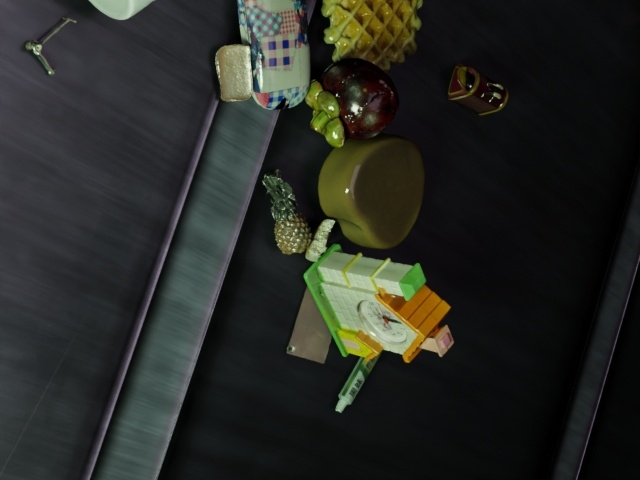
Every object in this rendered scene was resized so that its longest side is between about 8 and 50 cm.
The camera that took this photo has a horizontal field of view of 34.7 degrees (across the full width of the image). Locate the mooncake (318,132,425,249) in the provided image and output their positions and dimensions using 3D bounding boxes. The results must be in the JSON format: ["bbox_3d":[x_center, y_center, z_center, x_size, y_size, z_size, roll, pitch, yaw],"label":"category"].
[{"bbox_3d":[0.105,-0.110,2.020,0.235,0.117,0.234,-8,102,-43],"label":"mooncake"}]

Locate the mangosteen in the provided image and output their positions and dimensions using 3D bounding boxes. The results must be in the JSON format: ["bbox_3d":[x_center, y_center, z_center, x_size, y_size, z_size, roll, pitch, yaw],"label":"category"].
[{"bbox_3d":[0.052,-0.257,1.921,0.180,0.166,0.166,-31,117,-22],"label":"mangosteen"}]

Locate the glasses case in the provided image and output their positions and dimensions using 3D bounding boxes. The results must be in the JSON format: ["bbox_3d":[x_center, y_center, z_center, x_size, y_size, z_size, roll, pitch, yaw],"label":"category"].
[{"bbox_3d":[-0.085,-0.398,1.831,0.125,0.076,0.327,-19,109,-41],"label":"glasses case"}]

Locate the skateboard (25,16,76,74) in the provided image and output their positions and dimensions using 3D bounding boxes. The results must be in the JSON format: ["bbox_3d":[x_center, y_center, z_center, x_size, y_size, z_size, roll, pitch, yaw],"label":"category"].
[{"bbox_3d":[-0.409,-0.306,1.594,0.083,0.032,0.064,-51,136,-21],"label":"skateboard"}]

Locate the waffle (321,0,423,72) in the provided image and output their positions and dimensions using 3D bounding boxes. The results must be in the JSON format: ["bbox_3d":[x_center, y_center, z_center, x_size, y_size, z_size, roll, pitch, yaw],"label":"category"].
[{"bbox_3d":[0.107,-0.450,2.008,0.261,0.056,0.250,-18,109,-41],"label":"waffle"}]

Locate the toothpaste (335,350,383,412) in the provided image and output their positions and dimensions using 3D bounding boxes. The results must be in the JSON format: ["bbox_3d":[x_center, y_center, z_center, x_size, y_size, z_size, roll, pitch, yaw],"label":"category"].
[{"bbox_3d":[0.086,0.268,2.124,0.049,0.031,0.204,50,62,-35],"label":"toothpaste"}]

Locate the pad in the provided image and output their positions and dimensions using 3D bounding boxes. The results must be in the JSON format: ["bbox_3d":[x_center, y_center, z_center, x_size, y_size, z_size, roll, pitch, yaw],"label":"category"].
[{"bbox_3d":[-0.004,0.145,2.041,0.113,0.006,0.187,22,82,-43],"label":"pad"}]

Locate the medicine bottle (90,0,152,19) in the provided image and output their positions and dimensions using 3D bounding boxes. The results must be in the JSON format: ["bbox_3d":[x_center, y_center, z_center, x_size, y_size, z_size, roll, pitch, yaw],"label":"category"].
[{"bbox_3d":[-0.252,-0.480,1.609,0.273,0.165,0.165,-45,123,-28],"label":"medicine bottle"}]

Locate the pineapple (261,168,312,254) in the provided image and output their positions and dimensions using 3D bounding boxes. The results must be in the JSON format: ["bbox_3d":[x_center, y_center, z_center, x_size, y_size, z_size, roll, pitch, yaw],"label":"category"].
[{"bbox_3d":[-0.066,-0.054,1.911,0.074,0.074,0.159,-32,115,-34],"label":"pineapple"}]

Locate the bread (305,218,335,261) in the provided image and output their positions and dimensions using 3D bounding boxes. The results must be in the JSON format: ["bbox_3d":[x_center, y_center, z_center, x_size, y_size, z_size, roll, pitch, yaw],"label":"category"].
[{"bbox_3d":[0.000,0.000,1.982,0.035,0.070,0.083,24,72,-2],"label":"bread"}]

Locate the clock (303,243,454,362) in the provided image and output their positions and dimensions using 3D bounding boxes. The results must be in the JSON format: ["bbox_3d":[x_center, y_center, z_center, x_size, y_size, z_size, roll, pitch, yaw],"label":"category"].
[{"bbox_3d":[0.122,0.134,1.977,0.106,0.255,0.220,-45,124,-29],"label":"clock"}]

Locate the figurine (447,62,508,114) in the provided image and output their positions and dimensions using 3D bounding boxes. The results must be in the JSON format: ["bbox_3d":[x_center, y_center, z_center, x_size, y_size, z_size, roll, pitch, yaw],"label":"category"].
[{"bbox_3d":[0.344,-0.327,2.210,0.154,0.098,0.082,18,89,-44],"label":"figurine"}]

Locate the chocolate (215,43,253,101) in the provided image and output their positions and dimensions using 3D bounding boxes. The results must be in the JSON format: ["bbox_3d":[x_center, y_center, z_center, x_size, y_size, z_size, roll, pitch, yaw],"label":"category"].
[{"bbox_3d":[-0.150,-0.297,1.812,0.064,0.031,0.100,-8,108,-1],"label":"chocolate"}]
